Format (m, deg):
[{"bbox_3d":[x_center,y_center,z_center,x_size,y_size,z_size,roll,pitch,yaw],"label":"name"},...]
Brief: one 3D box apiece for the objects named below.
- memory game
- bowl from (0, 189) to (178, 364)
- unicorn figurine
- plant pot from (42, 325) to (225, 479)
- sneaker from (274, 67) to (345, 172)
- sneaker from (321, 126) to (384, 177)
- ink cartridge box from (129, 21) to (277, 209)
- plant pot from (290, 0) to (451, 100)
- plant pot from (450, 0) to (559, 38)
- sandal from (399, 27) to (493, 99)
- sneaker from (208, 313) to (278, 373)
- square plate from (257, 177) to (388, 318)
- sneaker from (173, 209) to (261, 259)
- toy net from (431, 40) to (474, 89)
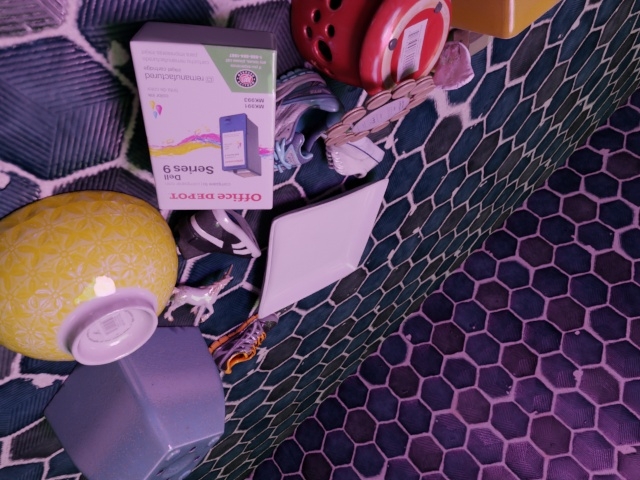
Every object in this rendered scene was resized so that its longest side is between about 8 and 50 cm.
[{"bbox_3d":[0.087,-0.192,0.618,0.186,0.012,0.186,-26,178,-1],"label":"memory game"},{"bbox_3d":[-0.328,0.085,0.604,0.290,0.156,0.289,-32,149,-23],"label":"bowl"},{"bbox_3d":[-0.251,0.116,0.845,0.162,0.060,0.111,-2,131,-52],"label":"unicorn figurine"},{"bbox_3d":[-0.345,0.353,0.833,0.247,0.252,0.248,-50,151,11],"label":"plant pot"},{"bbox_3d":[-0.083,-0.155,0.643,0.283,0.122,0.110,-42,152,-5],"label":"sneaker"},{"bbox_3d":[0.051,-0.177,0.821,0.091,0.094,0.258,-58,150,13],"label":"sneaker"},{"bbox_3d":[-0.136,-0.148,0.524,0.155,0.093,0.212,0,130,-10],"label":"ink cartridge box"},{"bbox_3d":[0.081,-0.316,0.600,0.191,0.174,0.191,-35,151,-23],"label":"plant pot"},{"bbox_3d":[0.276,-0.474,0.632,0.212,0.212,0.187,-39,139,-11],"label":"plant pot"},{"bbox_3d":[0.278,-0.388,0.849,0.303,0.086,0.120,-38,151,-14],"label":"sandal"},{"bbox_3d":[-0.197,0.275,1.104,0.215,0.083,0.084,-34,148,-22],"label":"sneaker"},{"bbox_3d":[-0.005,0.014,1.024,0.347,0.049,0.344,-24,145,-34],"label":"square plate"},{"bbox_3d":[-0.197,-0.001,0.764,0.121,0.079,0.217,-26,158,0],"label":"sneaker"},{"bbox_3d":[0.182,-0.314,0.670,0.045,0.232,0.122,21,115,-48],"label":"toy net"}]
